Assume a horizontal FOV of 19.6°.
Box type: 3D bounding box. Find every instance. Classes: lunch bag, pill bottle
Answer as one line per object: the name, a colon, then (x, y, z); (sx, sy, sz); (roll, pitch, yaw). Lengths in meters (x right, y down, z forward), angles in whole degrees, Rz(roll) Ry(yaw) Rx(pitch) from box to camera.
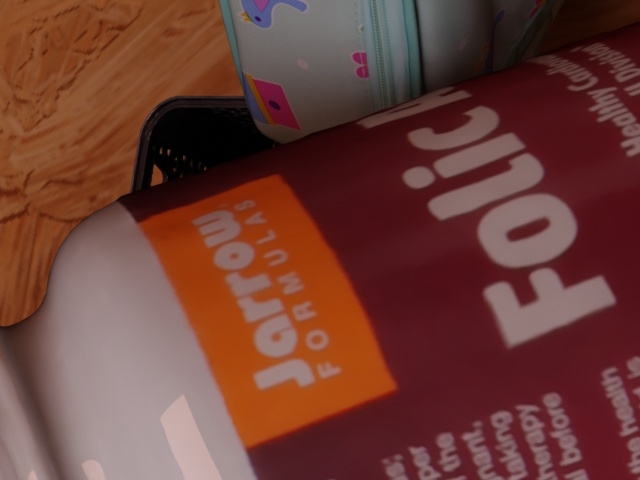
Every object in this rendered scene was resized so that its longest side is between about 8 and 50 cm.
lunch bag: (0.064, -0.170, 0.778); (0.108, 0.224, 0.279); (20, 57, 23)
pill bottle: (0.037, 0.064, 0.661); (0.392, 0.224, 0.224); (-20, 62, -11)

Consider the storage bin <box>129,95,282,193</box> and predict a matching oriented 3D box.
storage bin: (0.000, 0.000, 0.892); (0.180, 0.084, 0.122); (3, 80, 34)
